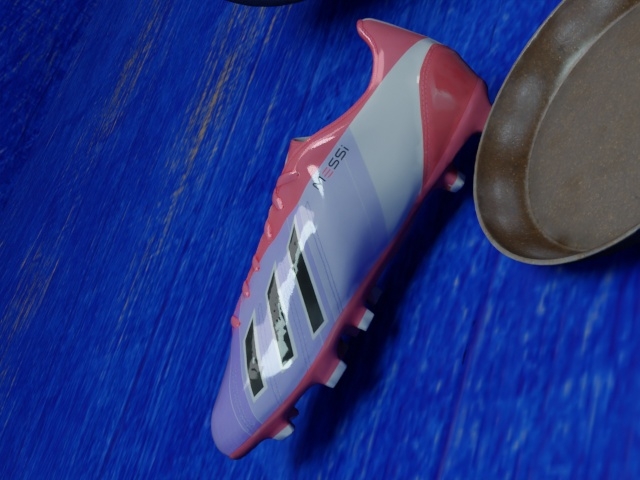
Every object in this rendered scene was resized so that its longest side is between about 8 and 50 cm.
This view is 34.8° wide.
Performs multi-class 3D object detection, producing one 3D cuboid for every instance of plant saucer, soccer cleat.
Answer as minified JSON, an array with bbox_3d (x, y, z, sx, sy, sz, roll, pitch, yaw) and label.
[{"bbox_3d":[0.134,-0.060,0.451,0.168,0.029,0.168,-44,30,33],"label":"plant saucer"},{"bbox_3d":[0.000,0.000,0.552,0.248,0.095,0.083,-57,0,3],"label":"soccer cleat"}]

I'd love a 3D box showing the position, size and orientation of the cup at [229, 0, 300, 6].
[{"bbox_3d":[-0.039,-0.315,0.780,0.237,0.331,0.331,107,180,-66],"label":"cup"}]
